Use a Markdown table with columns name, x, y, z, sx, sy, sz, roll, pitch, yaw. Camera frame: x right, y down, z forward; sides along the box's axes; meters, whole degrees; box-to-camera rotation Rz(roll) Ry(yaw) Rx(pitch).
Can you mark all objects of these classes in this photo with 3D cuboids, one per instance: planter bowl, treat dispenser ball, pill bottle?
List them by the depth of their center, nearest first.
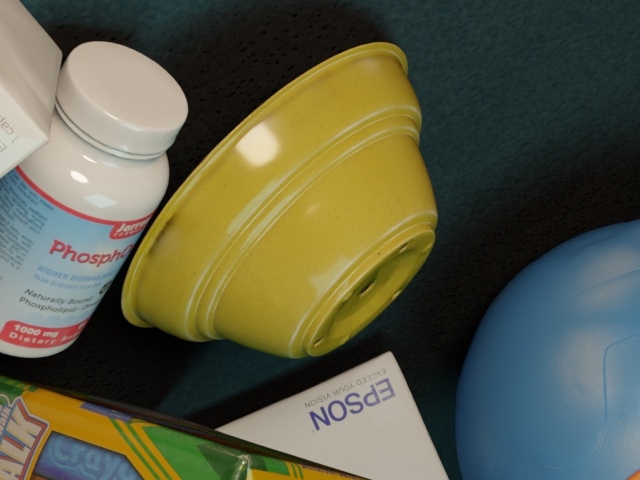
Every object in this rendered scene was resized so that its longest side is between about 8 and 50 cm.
| name | x | y | z | sx | sy | sz | roll | pitch | yaw |
| --- | --- | --- | --- | --- | --- | --- | --- | --- | --- |
| pill bottle | -0.132 | -0.021 | 0.872 | 0.087 | 0.087 | 0.160 | 1 | 135 | -41 |
| planter bowl | 0.000 | 0.000 | 0.944 | 0.217 | 0.090 | 0.217 | -41 | 164 | -15 |
| treat dispenser ball | 0.238 | 0.128 | 1.191 | 0.288 | 0.288 | 0.288 | -21 | 146 | -15 |

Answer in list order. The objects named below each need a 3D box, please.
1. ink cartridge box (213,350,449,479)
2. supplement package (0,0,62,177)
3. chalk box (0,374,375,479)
| name | x | y | z | sx | sy | sz | roll | pitch | yaw |
| --- | --- | --- | --- | --- | --- | --- | --- | --- | --- |
| ink cartridge box | -0.005 | 0.222 | 1.189 | 0.223 | 0.224 | 0.045 | -24 | 176 | -13 |
| supplement package | -0.241 | -0.035 | 0.675 | 0.244 | 0.134 | 0.139 | -37 | 110 | 8 |
| chalk box | -0.124 | 0.191 | 1.034 | 0.180 | 0.289 | 0.179 | 21 | 84 | -54 |
